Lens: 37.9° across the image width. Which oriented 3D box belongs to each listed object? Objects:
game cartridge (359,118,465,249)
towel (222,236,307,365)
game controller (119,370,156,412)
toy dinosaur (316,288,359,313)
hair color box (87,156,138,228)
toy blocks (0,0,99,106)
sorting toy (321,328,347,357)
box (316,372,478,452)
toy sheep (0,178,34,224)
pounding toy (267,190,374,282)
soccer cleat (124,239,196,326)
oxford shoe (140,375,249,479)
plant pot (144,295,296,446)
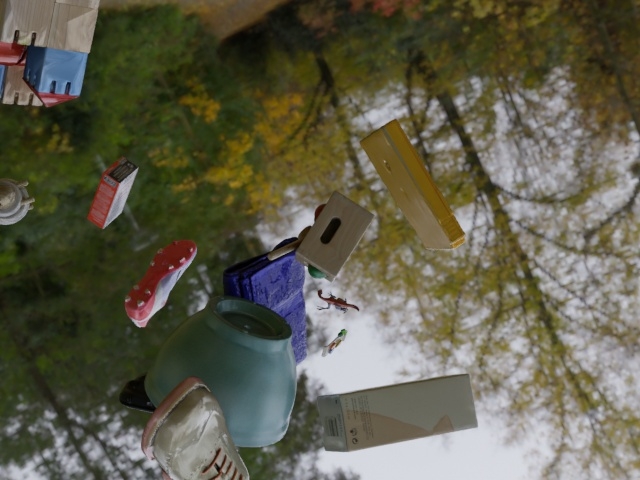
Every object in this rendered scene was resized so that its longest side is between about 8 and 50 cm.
[{"bbox_3d":[0.217,-0.124,2.196,0.052,0.324,0.285,-34,-176,-6],"label":"game cartridge"},{"bbox_3d":[-0.105,0.167,1.997,0.076,0.308,0.227,21,-146,37],"label":"towel"},{"bbox_3d":[-0.277,0.356,2.060,0.319,0.067,0.166,11,-176,10],"label":"game controller"},{"bbox_3d":[0.033,0.135,2.144,0.090,0.047,0.082,-9,154,37],"label":"toy dinosaur"},{"bbox_3d":[-0.422,-0.096,1.892,0.141,0.043,0.072,-57,177,41],"label":"hair color box"},{"bbox_3d":[-0.357,-0.274,1.045,0.190,0.261,0.381,-1,-152,-39],"label":"toy blocks"},{"bbox_3d":[0.032,0.209,1.912,0.062,0.012,0.083,-36,162,-24],"label":"sorting toy"},{"bbox_3d":[0.165,0.368,1.997,0.311,0.121,0.148,-6,171,-20],"label":"box"},{"bbox_3d":[-0.554,-0.068,1.642,0.091,0.091,0.132,-29,176,-22],"label":"toy sheep"},{"bbox_3d":[0.000,0.000,1.402,0.141,0.100,0.130,-57,178,-7],"label":"pounding toy"},{"bbox_3d":[-0.381,0.098,2.236,0.083,0.095,0.248,21,-127,20],"label":"soccer cleat"},{"bbox_3d":[-0.172,0.337,1.451,0.140,0.146,0.397,-46,157,-21],"label":"oxford shoe"},{"bbox_3d":[-0.166,0.228,1.782,0.293,0.196,0.293,20,-165,-6],"label":"plant pot"}]
